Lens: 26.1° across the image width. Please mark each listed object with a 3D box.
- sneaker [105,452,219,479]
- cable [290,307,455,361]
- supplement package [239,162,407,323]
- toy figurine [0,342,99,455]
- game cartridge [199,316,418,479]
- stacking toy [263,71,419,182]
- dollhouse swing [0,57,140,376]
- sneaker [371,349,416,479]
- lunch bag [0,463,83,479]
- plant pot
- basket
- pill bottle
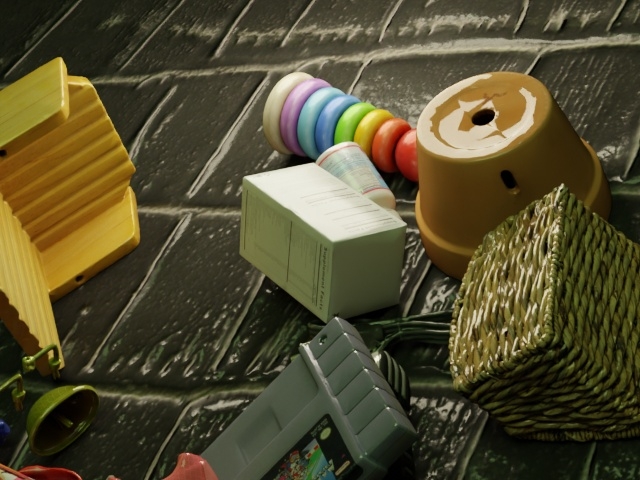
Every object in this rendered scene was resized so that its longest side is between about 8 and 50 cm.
[{"bbox_3d":[-0.254,0.358,1.659,0.313,0.136,0.116,-25,-3,-12],"label":"sneaker"},{"bbox_3d":[0.091,0.144,1.959,0.287,0.072,0.139,-10,20,-1],"label":"cable"},{"bbox_3d":[0.000,0.000,2.048,0.133,0.139,0.244,-14,32,-32],"label":"supplement package"},{"bbox_3d":[-0.527,0.284,2.002,0.217,0.191,0.362,18,54,45],"label":"toy figurine"},{"bbox_3d":[-0.050,0.289,1.743,0.355,0.068,0.230,-46,34,12],"label":"game cartridge"},{"bbox_3d":[0.068,-0.174,2.246,0.330,0.141,0.141,20,56,36],"label":"stacking toy"},{"bbox_3d":[-0.398,-0.025,2.154,0.315,0.347,0.305,-33,50,-11],"label":"dollhouse swing"},{"bbox_3d":[0.032,0.283,1.799,0.162,0.106,0.281,-22,36,25],"label":"sneaker"},{"bbox_3d":[-0.399,0.405,1.790,0.293,0.120,0.258,23,57,17],"label":"lunch bag"},{"bbox_3d":[0.259,-0.106,2.013,0.290,0.203,0.291,-15,41,13],"label":"plant pot"},{"bbox_3d":[0.313,0.123,1.819,0.213,0.223,0.299,-38,26,40],"label":"basket"},{"bbox_3d":[0.061,-0.070,2.138,0.087,0.087,0.160,-29,61,-6],"label":"pill bottle"}]
